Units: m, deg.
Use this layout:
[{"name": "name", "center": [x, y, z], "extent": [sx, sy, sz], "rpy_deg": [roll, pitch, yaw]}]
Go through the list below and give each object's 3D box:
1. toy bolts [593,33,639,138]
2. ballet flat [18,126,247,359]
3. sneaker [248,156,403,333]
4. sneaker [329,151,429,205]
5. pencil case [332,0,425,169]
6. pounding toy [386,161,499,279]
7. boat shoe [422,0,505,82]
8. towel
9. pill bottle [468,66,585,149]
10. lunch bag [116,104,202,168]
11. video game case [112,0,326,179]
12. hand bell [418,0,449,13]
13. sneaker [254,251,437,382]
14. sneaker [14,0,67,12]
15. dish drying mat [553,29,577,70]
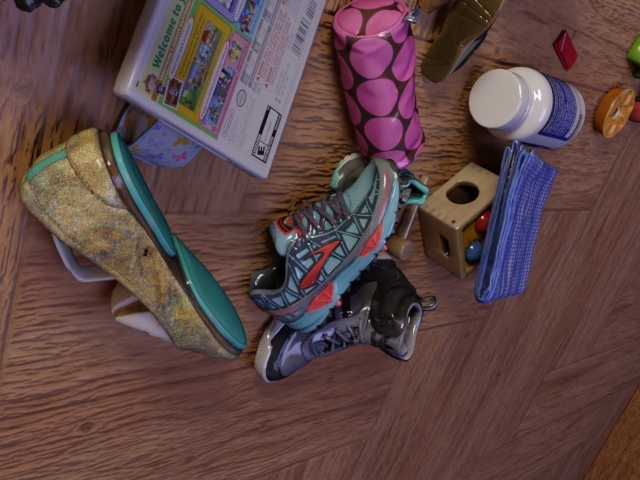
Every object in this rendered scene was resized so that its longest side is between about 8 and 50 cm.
[{"name": "toy bolts", "center": [0.668, -0.257, 1.332], "extent": [0.229, 0.158, 0.218], "rpy_deg": [24, 100, -52]}, {"name": "ballet flat", "center": [-0.186, 0.030, 0.715], "extent": [0.123, 0.123, 0.348], "rpy_deg": [-42, 142, -15]}, {"name": "sneaker", "center": [0.000, 0.000, 0.858], "extent": [0.125, 0.104, 0.261], "rpy_deg": [27, 109, -20]}, {"name": "sneaker", "center": [0.085, -0.076, 0.930], "extent": [0.167, 0.076, 0.064], "rpy_deg": [-5, 121, -44]}, {"name": "pencil case", "center": [0.079, -0.186, 0.832], "extent": [0.098, 0.095, 0.209], "rpy_deg": [-52, 148, -30]}, {"name": "pounding toy", "center": [0.205, -0.023, 1.082], "extent": [0.206, 0.094, 0.181], "rpy_deg": [-39, 140, -19]}, {"name": "boat shoe", "center": [0.187, -0.273, 0.892], "extent": [0.049, 0.056, 0.152], "rpy_deg": [-35, 168, -52]}, {"name": "towel", "center": [0.325, -0.021, 1.116], "extent": [0.336, 0.040, 0.243], "rpy_deg": [2, 101, -64]}, {"name": "pill bottle", "center": [0.309, -0.200, 1.039], "extent": [0.187, 0.112, 0.112], "rpy_deg": [0, 118, -47]}, {"name": "lunch bag", "center": [-0.152, -0.110, 0.673], "extent": [0.083, 0.053, 0.071], "rpy_deg": [-42, 147, 20]}, {"name": "video game case", "center": [-0.083, -0.191, 0.653], "extent": [0.193, 0.023, 0.212], "rpy_deg": [29, 76, -52]}, {"name": "hand bell", "center": [0.208, -0.365, 0.811], "extent": [0.242, 0.126, 0.126], "rpy_deg": [-43, 148, 24]}, {"name": "sneaker", "center": [0.041, 0.130, 0.980], "extent": [0.269, 0.153, 0.101], "rpy_deg": [-38, 140, -19]}, {"name": "sneaker", "center": [-0.116, -0.288, 0.407], "extent": [0.134, 0.344, 0.146], "rpy_deg": [43, 49, -23]}, {"name": "dish drying mat", "center": [0.405, -0.312, 1.137], "extent": [0.032, 0.008, 0.083], "rpy_deg": [-57, 142, 3]}]
